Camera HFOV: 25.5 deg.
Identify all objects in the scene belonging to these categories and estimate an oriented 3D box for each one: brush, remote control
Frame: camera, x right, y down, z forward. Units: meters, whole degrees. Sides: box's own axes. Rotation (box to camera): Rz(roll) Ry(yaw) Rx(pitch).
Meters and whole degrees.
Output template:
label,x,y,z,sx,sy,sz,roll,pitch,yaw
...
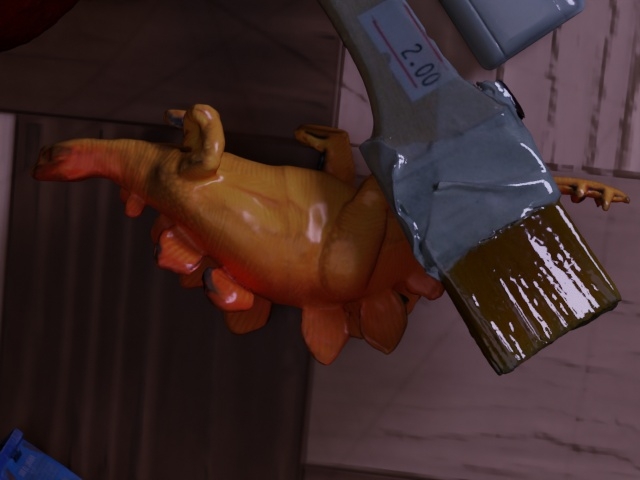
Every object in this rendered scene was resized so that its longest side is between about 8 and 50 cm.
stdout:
label,x,y,z,sx,sy,sz,roll,pitch,yaw
brush,0.027,-0.099,0.666,0.085,0.020,0.336,-29,82,-14
remote control,0.061,-0.164,0.683,0.061,0.029,0.162,-34,91,8

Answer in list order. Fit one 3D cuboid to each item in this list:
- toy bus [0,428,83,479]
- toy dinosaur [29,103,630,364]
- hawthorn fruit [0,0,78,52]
label,x,y,z,sx,sy,sz,roll,pitch,yaw
toy bus,-0.206,0.213,0.733,0.094,0.079,0.236,35,99,0
toy dinosaur,0.000,0.000,0.688,0.288,0.070,0.117,9,90,-2
hawthorn fruit,-0.209,-0.209,0.622,0.266,0.230,0.210,29,144,14
